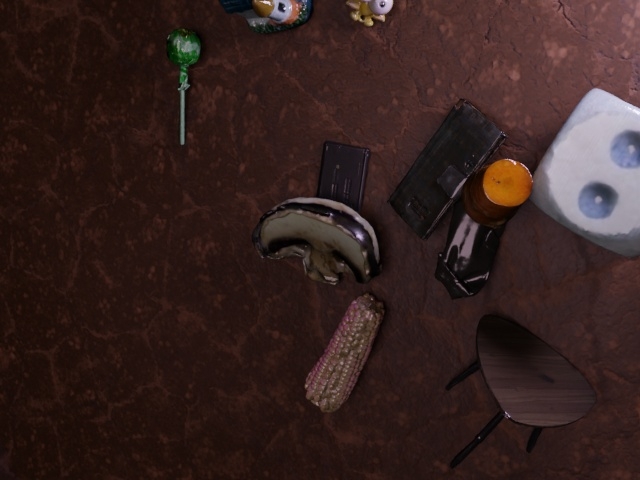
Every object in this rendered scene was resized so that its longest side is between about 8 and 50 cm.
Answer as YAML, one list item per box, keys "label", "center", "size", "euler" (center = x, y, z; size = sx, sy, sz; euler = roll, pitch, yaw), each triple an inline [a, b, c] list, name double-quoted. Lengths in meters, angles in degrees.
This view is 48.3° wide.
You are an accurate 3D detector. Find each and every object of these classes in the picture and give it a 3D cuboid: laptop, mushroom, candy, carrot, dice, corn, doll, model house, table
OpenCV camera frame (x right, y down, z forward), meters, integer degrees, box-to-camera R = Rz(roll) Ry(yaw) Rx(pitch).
- label: "laptop"
  center: [0.053, -0.153, 1.853]
  size: [0.135, 0.016, 0.197]
  euler: [14, 105, 23]
- label: "mushroom"
  center: [0.000, -0.001, 1.853]
  size: [0.344, 0.130, 0.248]
  euler: [6, 127, 27]
- label: "candy"
  center: [-0.381, -0.423, 1.984]
  size: [0.097, 0.097, 0.324]
  euler: [15, 114, 22]
- label: "carrot"
  center: [0.366, -0.101, 1.504]
  size: [0.138, 0.302, 0.139]
  euler: [-1, 83, 8]
- label: "dice"
  center: [0.602, -0.140, 1.461]
  size: [0.264, 0.268, 0.263]
  euler: [34, 112, 17]
- label: "corn"
  center: [0.069, 0.299, 1.878]
  size: [0.126, 0.126, 0.335]
  euler: [34, 108, 16]
- label: "doll"
  center: [0.159, -0.645, 1.676]
  size: [0.117, 0.086, 0.291]
  euler: [25, 113, -12]
- label: "model house"
  center: [-0.169, -0.643, 1.720]
  size: [0.184, 0.291, 0.253]
  euler: [0, 99, 30]
- label: "table"
  center: [0.421, 0.371, 1.684]
  size: [0.317, 0.317, 0.249]
  euler: [38, 127, 14]

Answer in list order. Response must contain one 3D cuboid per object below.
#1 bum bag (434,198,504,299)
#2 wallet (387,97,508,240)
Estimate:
- label: "bum bag"
  center: [0.359, -0.015, 1.698]
  size: [0.142, 0.079, 0.327]
  euler: [19, 95, 13]
- label: "wallet"
  center: [0.291, -0.167, 1.691]
  size: [0.317, 0.044, 0.169]
  euler: [-55, 48, 21]
